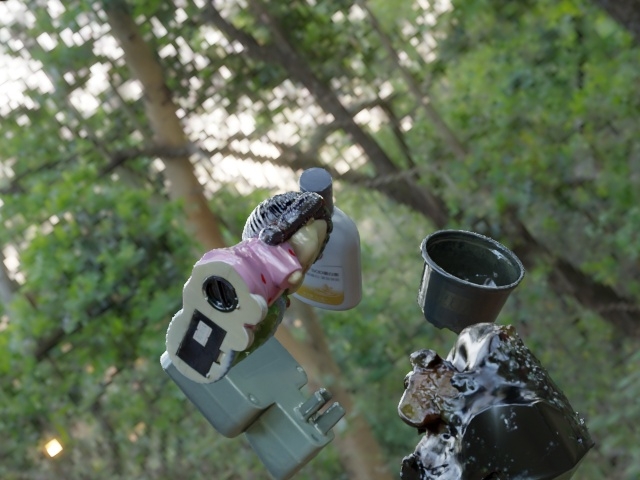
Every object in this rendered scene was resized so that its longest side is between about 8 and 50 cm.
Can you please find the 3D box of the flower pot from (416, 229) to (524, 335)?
[{"bbox_3d":[0.210,0.067,2.111,0.157,0.157,0.106,-29,-37,-49],"label":"flower pot"}]

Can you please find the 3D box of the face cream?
[{"bbox_3d":[0.000,0.000,2.322,0.291,0.144,0.071,89,-157,-50],"label":"face cream"}]

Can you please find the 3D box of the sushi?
[{"bbox_3d":[0.200,0.204,1.708,0.215,0.212,0.227,-34,-5,28],"label":"sushi"}]

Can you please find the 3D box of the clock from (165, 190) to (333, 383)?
[{"bbox_3d":[-0.073,0.046,1.570,0.195,0.100,0.194,-44,-13,-47],"label":"clock"}]

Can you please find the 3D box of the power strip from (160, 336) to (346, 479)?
[{"bbox_3d":[-0.085,0.218,2.161,0.141,0.261,0.229,-45,-9,19],"label":"power strip"}]
